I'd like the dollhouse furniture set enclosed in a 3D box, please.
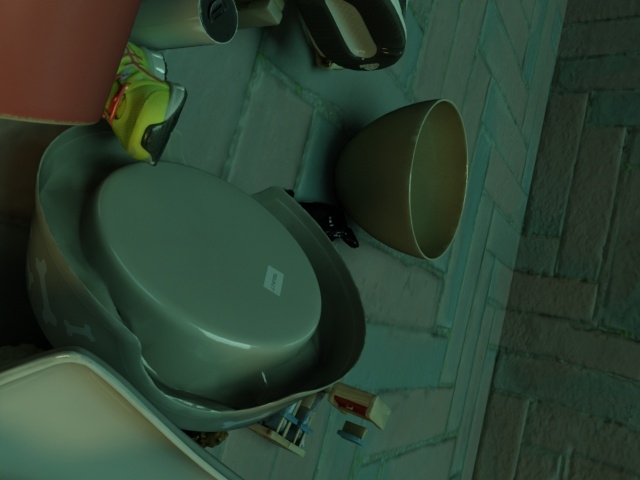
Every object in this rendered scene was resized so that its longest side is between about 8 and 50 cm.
[{"bbox_3d":[-0.006,0.293,0.852,0.129,0.183,0.129,-63,143,-24],"label":"dollhouse furniture set"}]

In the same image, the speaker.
[{"bbox_3d":[-0.154,-0.233,0.543,0.055,0.136,0.055,-19,113,-54],"label":"speaker"}]

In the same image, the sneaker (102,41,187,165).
[{"bbox_3d":[-0.193,-0.141,0.486,0.094,0.208,0.082,19,112,-38],"label":"sneaker"}]

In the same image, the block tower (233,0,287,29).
[{"bbox_3d":[-0.053,-0.447,0.684,0.097,0.090,0.336,40,64,-52],"label":"block tower"}]

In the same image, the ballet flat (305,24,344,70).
[{"bbox_3d":[0.006,-0.390,0.804,0.086,0.086,0.249,-43,132,-43],"label":"ballet flat"}]

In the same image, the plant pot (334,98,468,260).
[{"bbox_3d":[0.139,-0.115,0.958,0.284,0.190,0.284,-17,111,-54],"label":"plant pot"}]

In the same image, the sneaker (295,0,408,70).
[{"bbox_3d":[0.014,-0.442,0.594,0.447,0.169,0.258,50,48,-58],"label":"sneaker"}]

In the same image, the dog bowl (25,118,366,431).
[{"bbox_3d":[-0.118,0.030,0.521,0.102,0.349,0.348,-48,157,26],"label":"dog bowl"}]

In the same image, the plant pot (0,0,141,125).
[{"bbox_3d":[-0.234,-0.217,0.338,0.274,0.274,0.243,-6,113,-55],"label":"plant pot"}]

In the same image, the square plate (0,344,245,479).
[{"bbox_3d":[-0.235,0.218,0.425,0.049,0.343,0.347,-102,169,-47],"label":"square plate"}]

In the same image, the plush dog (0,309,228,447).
[{"bbox_3d":[-0.190,0.118,0.562,0.262,0.210,0.226,50,31,-51],"label":"plush dog"}]

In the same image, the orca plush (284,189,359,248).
[{"bbox_3d":[0.000,0.000,0.861,0.287,0.102,0.151,7,92,-57],"label":"orca plush"}]
